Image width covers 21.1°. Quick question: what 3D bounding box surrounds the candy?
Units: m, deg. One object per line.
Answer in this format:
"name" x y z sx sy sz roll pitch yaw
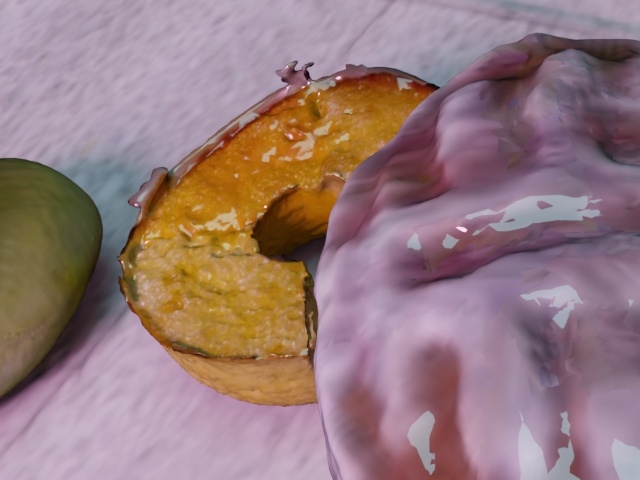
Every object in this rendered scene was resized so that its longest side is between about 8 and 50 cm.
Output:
"candy" 0.108 0.050 0.635 0.214 0.157 0.289 -7 42 7

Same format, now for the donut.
"donut" -0.010 -0.002 0.796 0.146 0.078 0.181 22 62 37

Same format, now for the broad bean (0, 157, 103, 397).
"broad bean" -0.179 0.026 0.815 0.124 0.082 0.174 23 57 36
